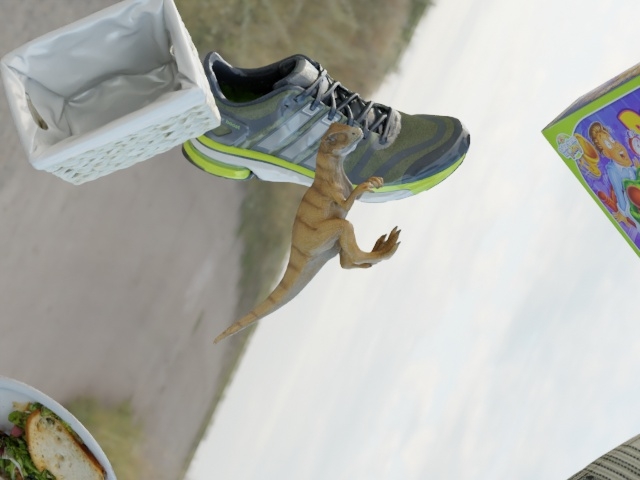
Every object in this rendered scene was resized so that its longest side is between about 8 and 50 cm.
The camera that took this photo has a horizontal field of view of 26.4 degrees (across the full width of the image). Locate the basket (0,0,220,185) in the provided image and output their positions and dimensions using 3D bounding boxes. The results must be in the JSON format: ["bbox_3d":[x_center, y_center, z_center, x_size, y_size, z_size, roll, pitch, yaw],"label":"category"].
[{"bbox_3d":[-0.182,-0.131,1.217,0.103,0.167,0.113,49,20,-71],"label":"basket"}]

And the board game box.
[{"bbox_3d":[0.414,-0.096,1.461,0.078,0.233,0.347,-40,-177,-23],"label":"board game box"}]

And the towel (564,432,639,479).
[{"bbox_3d":[0.224,0.253,0.984,0.312,0.056,0.324,-29,-161,-15],"label":"towel"}]

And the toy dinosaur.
[{"bbox_3d":[0.000,0.000,1.123,0.064,0.112,0.211,-101,-148,-69],"label":"toy dinosaur"}]

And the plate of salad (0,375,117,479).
[{"bbox_3d":[-0.265,0.206,1.205,0.048,0.200,0.200,-50,169,-49],"label":"plate of salad"}]

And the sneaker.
[{"bbox_3d":[0.003,-0.120,1.381,0.111,0.300,0.121,-79,172,-47],"label":"sneaker"}]
